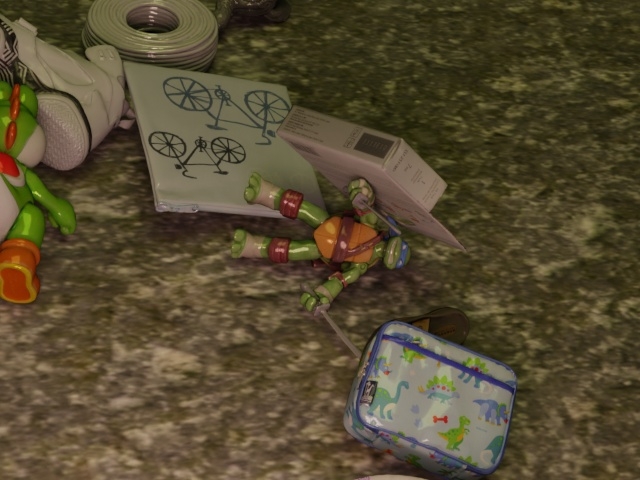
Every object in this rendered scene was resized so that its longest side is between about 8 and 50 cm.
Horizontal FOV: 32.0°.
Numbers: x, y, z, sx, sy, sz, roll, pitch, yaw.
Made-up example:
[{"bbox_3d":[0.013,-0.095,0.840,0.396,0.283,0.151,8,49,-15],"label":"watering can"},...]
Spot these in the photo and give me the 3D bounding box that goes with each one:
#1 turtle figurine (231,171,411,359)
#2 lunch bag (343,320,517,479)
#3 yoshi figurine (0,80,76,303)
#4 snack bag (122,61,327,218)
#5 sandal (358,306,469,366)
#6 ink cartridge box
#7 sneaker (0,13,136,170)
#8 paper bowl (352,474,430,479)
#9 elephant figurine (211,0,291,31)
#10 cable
[{"bbox_3d":[0.000,0.000,1.689,0.266,0.197,0.274,15,38,8],"label":"turtle figurine"},{"bbox_3d":[0.151,0.216,1.518,0.219,0.090,0.176,25,60,-4],"label":"lunch bag"},{"bbox_3d":[-0.490,-0.068,1.702,0.203,0.203,0.362,-19,53,25],"label":"yoshi figurine"},{"bbox_3d":[-0.157,-0.160,1.888,0.323,0.037,0.342,4,48,-30],"label":"snack bag"},{"bbox_3d":[0.145,0.156,1.630,0.219,0.089,0.060,-13,21,-35],"label":"sandal"},{"bbox_3d":[0.091,-0.098,1.734,0.275,0.239,0.060,24,79,49],"label":"ink cartridge box"},{"bbox_3d":[-0.474,-0.295,1.889,0.366,0.137,0.210,49,39,2],"label":"sneaker"},{"bbox_3d":[0.086,0.423,1.281,0.284,0.148,0.284,7,43,-6],"label":"paper bowl"},{"bbox_3d":[-0.125,-0.518,2.281,0.169,0.186,0.239,34,34,-47],"label":"elephant figurine"},{"bbox_3d":[-0.322,-0.390,2.114,0.257,0.089,0.257,15,42,3],"label":"cable"}]
